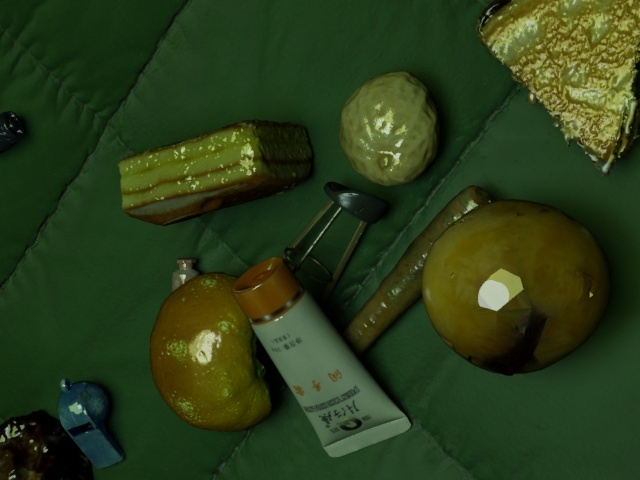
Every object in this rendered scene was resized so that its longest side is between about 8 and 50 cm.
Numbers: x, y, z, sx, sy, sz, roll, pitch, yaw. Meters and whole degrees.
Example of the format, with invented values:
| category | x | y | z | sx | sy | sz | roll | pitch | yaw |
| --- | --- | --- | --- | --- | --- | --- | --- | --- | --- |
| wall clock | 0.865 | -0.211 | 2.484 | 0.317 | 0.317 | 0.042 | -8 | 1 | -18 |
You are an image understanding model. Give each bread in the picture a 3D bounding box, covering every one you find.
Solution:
| category | x | y | z | sx | sy | sz | roll | pitch | yaw |
| --- | --- | --- | --- | --- | --- | --- | --- | --- | --- |
| bread | -0.148 | -0.095 | 1.712 | 0.234 | 0.184 | 0.110 | -15 | 86 | 26 |

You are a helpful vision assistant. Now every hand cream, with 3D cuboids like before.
| category | x | y | z | sx | sy | sz | roll | pitch | yaw |
| --- | --- | --- | --- | --- | --- | --- | --- | --- | --- |
| hand cream | -0.011 | 0.170 | 1.651 | 0.140 | 0.089 | 0.314 | -28 | 111 | 24 |
| hand cream | -0.206 | 0.132 | 1.816 | 0.067 | 0.043 | 0.209 | 1 | 95 | 19 |

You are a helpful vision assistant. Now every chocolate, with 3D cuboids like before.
| category | x | y | z | sx | sy | sz | roll | pitch | yaw |
| --- | --- | --- | --- | --- | --- | --- | --- | --- | --- |
| chocolate | -0.500 | 0.383 | 1.875 | 0.224 | 0.177 | 0.206 | -13 | 83 | 23 |

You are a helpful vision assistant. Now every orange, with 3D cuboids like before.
| category | x | y | z | sx | sy | sz | roll | pitch | yaw |
| --- | --- | --- | --- | --- | --- | --- | --- | --- | --- |
| orange | -0.158 | 0.169 | 1.704 | 0.179 | 0.158 | 0.237 | 12 | 110 | 43 |

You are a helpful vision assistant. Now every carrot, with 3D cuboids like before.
| category | x | y | z | sx | sy | sz | roll | pitch | yaw |
| --- | --- | --- | --- | --- | --- | --- | --- | --- | --- |
| carrot | 0.121 | 0.057 | 1.648 | 0.070 | 0.070 | 0.342 | 48 | 114 | 19 |

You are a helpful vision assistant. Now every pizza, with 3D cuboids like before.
| category | x | y | z | sx | sy | sz | roll | pitch | yaw |
| --- | --- | --- | --- | --- | --- | --- | --- | --- | --- |
| pizza | 0.366 | -0.254 | 1.530 | 0.251 | 0.074 | 0.287 | -40 | 73 | 20 |

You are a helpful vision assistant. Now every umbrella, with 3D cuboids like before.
| category | x | y | z | sx | sy | sz | roll | pitch | yaw |
| --- | --- | --- | --- | --- | --- | --- | --- | --- | --- |
| umbrella | -0.595 | -0.148 | 2.001 | 0.248 | 0.071 | 0.071 | -24 | 78 | 27 |

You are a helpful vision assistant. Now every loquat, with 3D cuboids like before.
| category | x | y | z | sx | sy | sz | roll | pitch | yaw |
| --- | --- | --- | --- | --- | --- | --- | --- | --- | --- |
| loquat | 0.244 | 0.059 | 1.496 | 0.235 | 0.235 | 0.235 | -1 | 88 | 26 |

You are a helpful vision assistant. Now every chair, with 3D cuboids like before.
| category | x | y | z | sx | sy | sz | roll | pitch | yaw |
| --- | --- | --- | --- | --- | --- | --- | --- | --- | --- |
| chair | 0.001 | 0.001 | 1.693 | 0.221 | 0.104 | 0.095 | -52 | 52 | 18 |

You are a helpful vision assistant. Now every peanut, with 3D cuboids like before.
| category | x | y | z | sx | sy | sz | roll | pitch | yaw |
| --- | --- | --- | --- | --- | --- | --- | --- | --- | --- |
| peanut | 0.096 | -0.152 | 1.637 | 0.141 | 0.109 | 0.159 | -25 | 74 | 37 |

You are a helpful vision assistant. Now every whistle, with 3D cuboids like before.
| category | x | y | z | sx | sy | sz | roll | pitch | yaw |
| --- | --- | --- | --- | --- | --- | --- | --- | --- | --- |
| whistle | -0.365 | 0.277 | 1.875 | 0.090 | 0.090 | 0.158 | -18 | 120 | 24 |
